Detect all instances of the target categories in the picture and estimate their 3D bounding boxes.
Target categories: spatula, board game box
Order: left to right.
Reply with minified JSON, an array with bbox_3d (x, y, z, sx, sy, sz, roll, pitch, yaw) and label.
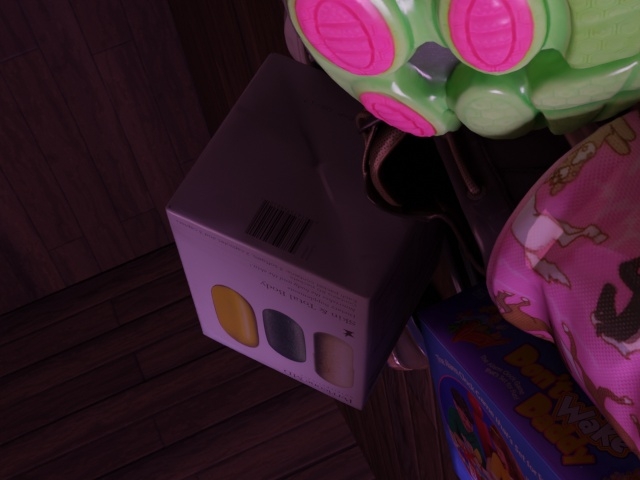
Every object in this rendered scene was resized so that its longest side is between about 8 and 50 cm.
[{"bbox_3d":[0.177,0.101,1.033,0.168,0.019,0.242,-146,33,-75],"label":"spatula"},{"bbox_3d":[0.217,0.224,0.865,0.347,0.078,0.233,51,162,52],"label":"board game box"}]

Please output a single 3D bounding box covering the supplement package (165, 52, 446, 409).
[{"bbox_3d":[0.000,0.000,0.962,0.199,0.198,0.263,24,154,14],"label":"supplement package"}]

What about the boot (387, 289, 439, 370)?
[{"bbox_3d":[0.110,0.059,1.230,0.106,0.082,0.219,-5,105,58],"label":"boot"}]

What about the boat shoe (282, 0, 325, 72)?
[{"bbox_3d":[0.019,-0.218,0.866,0.103,0.118,0.320,55,170,18],"label":"boat shoe"}]

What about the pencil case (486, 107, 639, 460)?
[{"bbox_3d":[0.217,0.111,0.387,0.167,0.160,0.386,-57,47,35],"label":"pencil case"}]

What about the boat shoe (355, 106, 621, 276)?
[{"bbox_3d":[0.086,-0.088,0.721,0.355,0.130,0.132,-129,18,-59],"label":"boat shoe"}]

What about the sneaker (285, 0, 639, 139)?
[{"bbox_3d":[0.076,-0.232,0.334,0.483,0.185,0.202,87,-166,-47],"label":"sneaker"}]
